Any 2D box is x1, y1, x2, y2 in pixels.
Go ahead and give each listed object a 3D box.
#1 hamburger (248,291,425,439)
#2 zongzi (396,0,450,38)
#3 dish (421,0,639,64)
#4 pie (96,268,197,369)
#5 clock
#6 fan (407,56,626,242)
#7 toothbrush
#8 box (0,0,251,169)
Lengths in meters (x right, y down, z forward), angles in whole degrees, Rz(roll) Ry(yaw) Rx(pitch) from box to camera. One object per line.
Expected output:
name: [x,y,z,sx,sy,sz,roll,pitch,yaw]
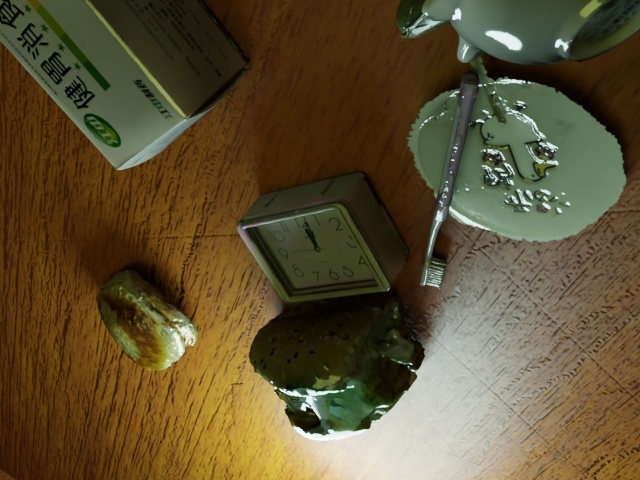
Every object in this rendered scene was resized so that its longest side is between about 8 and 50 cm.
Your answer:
hamburger: [0.011,0.183,1.146,0.288,0.192,0.167,-14,109,40]
zongzi: [0.099,-0.258,0.775,0.104,0.052,0.113,-17,123,37]
dish: [0.212,-0.197,0.636,0.236,0.228,0.086,-32,70,12]
pie: [-0.304,0.137,1.376,0.205,0.084,0.179,-20,114,46]
clock: [0.000,0.000,1.063,0.192,0.071,0.147,-9,121,39]
fan: [0.177,-0.141,0.822,0.233,0.012,0.414,0,137,32]
toothbrush: [0.148,-0.050,0.922,0.029,0.024,0.354,13,143,9]
box: [-0.259,-0.260,0.948,0.173,0.145,0.333,-23,113,46]
